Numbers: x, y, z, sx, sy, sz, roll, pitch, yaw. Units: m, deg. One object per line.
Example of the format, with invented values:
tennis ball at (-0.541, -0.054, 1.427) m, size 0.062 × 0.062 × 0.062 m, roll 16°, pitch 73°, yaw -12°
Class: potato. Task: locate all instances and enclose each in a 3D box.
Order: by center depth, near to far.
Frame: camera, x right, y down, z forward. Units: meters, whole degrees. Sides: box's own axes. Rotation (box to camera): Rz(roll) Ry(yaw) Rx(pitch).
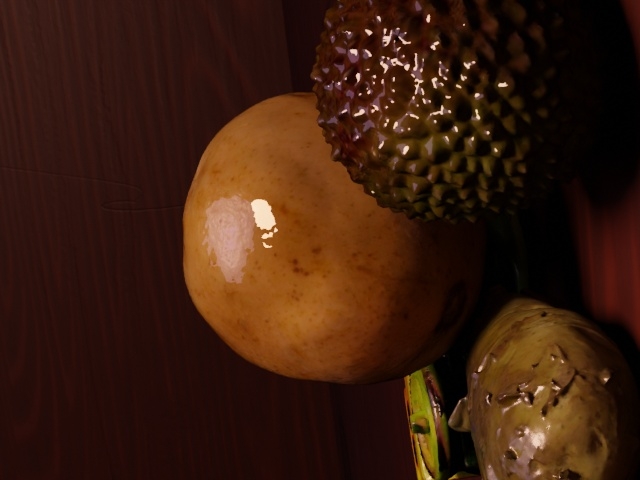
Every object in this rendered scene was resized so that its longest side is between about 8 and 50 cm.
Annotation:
potato at (0.121, 0.089, 0.948) m, size 0.225 × 0.090 × 0.117 m, roll -100°, pitch 19°, yaw -75°

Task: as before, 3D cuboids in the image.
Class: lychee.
lychee at (0.076, -0.081, 0.875) m, size 0.171 × 0.171 × 0.171 m, roll 172°, pitch 90°, yaw -86°

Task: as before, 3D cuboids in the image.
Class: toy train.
toy train at (0.091, 0.028, 1.173) m, size 0.160 × 0.100 × 0.296 m, roll 103°, pitch 159°, yaw -83°

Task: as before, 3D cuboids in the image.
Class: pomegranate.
pomegranate at (0.000, 0.000, 1.024) m, size 0.196 × 0.196 × 0.196 m, roll 172°, pitch 90°, yaw -86°
